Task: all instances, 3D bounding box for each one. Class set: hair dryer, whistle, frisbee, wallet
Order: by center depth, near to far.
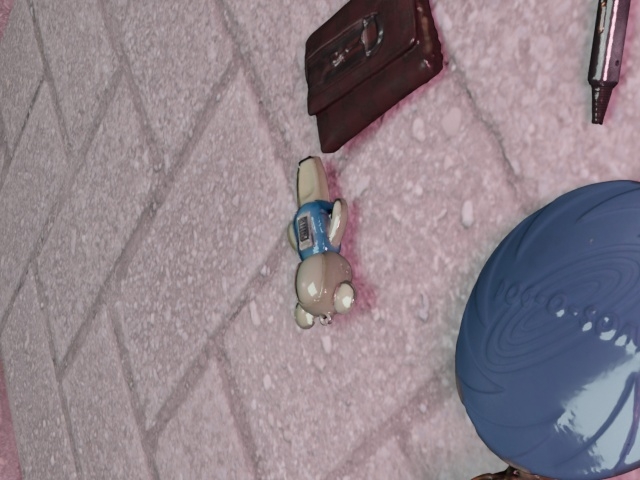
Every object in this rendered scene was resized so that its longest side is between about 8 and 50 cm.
[{"bbox_3d":[0.230,0.070,0.859,0.290,0.049,0.289,-28,47,35],"label":"frisbee"},{"bbox_3d":[0.266,-0.218,0.921,0.173,0.050,0.194,42,125,51],"label":"hair dryer"},{"bbox_3d":[0.059,-0.235,1.215,0.229,0.049,0.181,-31,60,48],"label":"wallet"},{"bbox_3d":[0.000,0.000,1.268,0.114,0.077,0.235,-27,60,42],"label":"whistle"}]

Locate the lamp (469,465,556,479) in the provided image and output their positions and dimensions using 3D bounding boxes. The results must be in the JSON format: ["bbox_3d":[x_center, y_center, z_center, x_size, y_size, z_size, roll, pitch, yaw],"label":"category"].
[{"bbox_3d":[0.183,0.304,0.903,0.215,0.151,0.223,-3,80,46],"label":"lamp"}]
